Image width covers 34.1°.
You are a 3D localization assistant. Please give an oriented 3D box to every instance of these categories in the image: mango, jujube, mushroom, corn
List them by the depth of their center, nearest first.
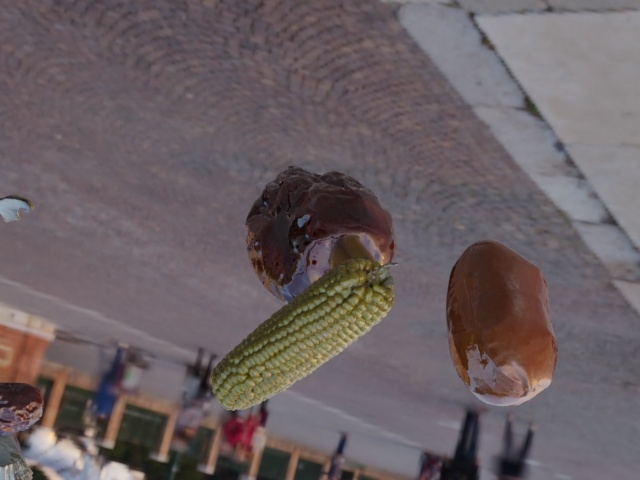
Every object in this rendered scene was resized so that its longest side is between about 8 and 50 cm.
[{"bbox_3d":[-0.423,0.216,1.349,0.129,0.077,0.077,-8,177,-24],"label":"jujube"},{"bbox_3d":[-0.023,0.125,1.383,0.310,0.101,0.101,-37,144,18],"label":"corn"},{"bbox_3d":[0.049,0.039,1.496,0.063,0.077,0.127,-22,-154,-12],"label":"mango"},{"bbox_3d":[-0.564,-0.058,1.897,0.101,0.049,0.019,-7,-159,22],"label":"mushroom"},{"bbox_3d":[-0.001,0.001,1.981,0.276,0.277,0.377,18,-171,-14],"label":"jujube"}]

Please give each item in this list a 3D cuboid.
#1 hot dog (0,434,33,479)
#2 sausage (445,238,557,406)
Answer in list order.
[{"bbox_3d":[-0.520,0.297,1.520,0.162,0.082,0.270,15,-173,-38],"label":"hot dog"},{"bbox_3d":[0.219,0.099,1.304,0.133,0.258,0.133,2,128,3],"label":"sausage"}]
